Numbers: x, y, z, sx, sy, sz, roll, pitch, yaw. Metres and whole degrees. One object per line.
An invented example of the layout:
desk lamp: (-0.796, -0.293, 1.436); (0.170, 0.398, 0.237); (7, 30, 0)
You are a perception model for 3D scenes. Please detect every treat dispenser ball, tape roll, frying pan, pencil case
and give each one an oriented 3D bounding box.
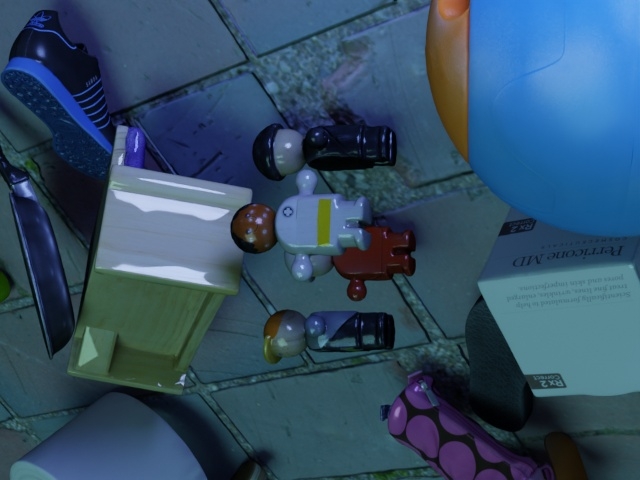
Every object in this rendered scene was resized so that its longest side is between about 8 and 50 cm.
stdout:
treat dispenser ball: (0.223, -0.147, 0.940); (0.288, 0.288, 0.288); (16, 135, 16)
tape roll: (-0.288, 0.356, 1.737); (0.246, 0.169, 0.246); (29, 139, 29)
frying pan: (-0.343, -0.014, 1.469); (0.053, 0.326, 0.197); (-13, 150, -14)
pencil case: (0.170, 0.237, 1.423); (0.209, 0.095, 0.098); (34, 129, 33)

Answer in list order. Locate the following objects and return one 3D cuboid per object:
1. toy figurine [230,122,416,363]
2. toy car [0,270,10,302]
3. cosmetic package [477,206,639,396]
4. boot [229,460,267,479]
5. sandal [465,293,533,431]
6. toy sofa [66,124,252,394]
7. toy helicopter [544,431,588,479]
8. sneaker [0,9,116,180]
toy figurine: (0.000, 0.000, 1.260); (0.148, 0.210, 0.213); (-1, 128, 17)
toy car: (-0.540, 0.044, 1.666); (0.149, 0.155, 0.188); (-22, 104, 41)
cosmetic package: (0.262, 0.027, 1.157); (0.151, 0.184, 0.151); (-9, 124, 35)
boot: (-0.069, 0.401, 1.773); (0.165, 0.077, 0.213); (32, 143, 0)
sandal: (0.207, 0.120, 1.380); (0.097, 0.054, 0.254); (28, 148, 17)
toy sofa: (-0.186, 0.031, 1.413); (0.150, 0.177, 0.362); (11, 153, -11)
toy helicopter: (0.302, 0.382, 1.440); (0.355, 0.140, 0.235); (37, 127, 32)
sneaker: (-0.263, -0.153, 1.373); (0.081, 0.091, 0.232); (8, 154, 21)
